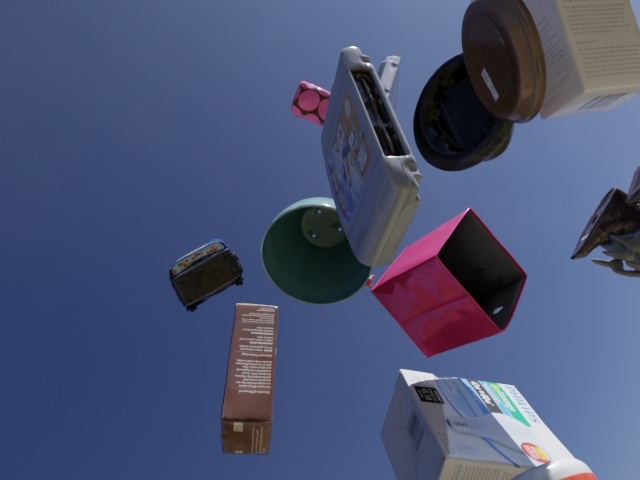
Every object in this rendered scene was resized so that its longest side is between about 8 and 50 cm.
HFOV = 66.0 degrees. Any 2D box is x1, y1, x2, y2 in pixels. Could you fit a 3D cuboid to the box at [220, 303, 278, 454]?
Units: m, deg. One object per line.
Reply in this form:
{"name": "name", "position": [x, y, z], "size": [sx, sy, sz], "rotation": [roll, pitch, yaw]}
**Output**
{"name": "box", "position": [-0.198, 0.387, 1.415], "size": [0.142, 0.382, 0.191], "rotation": [5, -47, -5]}

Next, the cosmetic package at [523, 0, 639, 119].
{"name": "cosmetic package", "position": [0.641, -0.559, 1.262], "size": [0.229, 0.161, 0.454], "rotation": [-9, -99, -15]}

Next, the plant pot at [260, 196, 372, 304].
{"name": "plant pot", "position": [0.000, 0.000, 1.338], "size": [0.289, 0.195, 0.291], "rotation": [3, -62, 5]}

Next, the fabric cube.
{"name": "fabric cube", "position": [0.348, 0.119, 1.335], "size": [0.259, 0.258, 0.254], "rotation": [49, -134, -3]}

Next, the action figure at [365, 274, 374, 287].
{"name": "action figure", "position": [0.157, 0.124, 1.615], "size": [0.030, 0.115, 0.038], "rotation": [37, -71, -13]}

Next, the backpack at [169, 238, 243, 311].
{"name": "backpack", "position": [-0.260, 0.071, 1.133], "size": [0.158, 0.173, 0.117], "rotation": [-29, -82, -6]}

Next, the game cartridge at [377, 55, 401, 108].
{"name": "game cartridge", "position": [0.177, -0.362, 1.425], "size": [0.355, 0.068, 0.230], "rotation": [-70, -20, -46]}

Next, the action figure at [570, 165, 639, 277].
{"name": "action figure", "position": [0.370, 0.037, 0.396], "size": [0.099, 0.284, 0.185], "rotation": [-52, -14, -24]}

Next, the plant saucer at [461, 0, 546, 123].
{"name": "plant saucer", "position": [0.351, -0.360, 0.980], "size": [0.041, 0.278, 0.278], "rotation": [-22, -53, -1]}

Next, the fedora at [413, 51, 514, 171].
{"name": "fedora", "position": [0.400, -0.322, 1.290], "size": [0.152, 0.334, 0.335], "rotation": [18, -83, -40]}

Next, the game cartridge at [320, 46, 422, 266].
{"name": "game cartridge", "position": [0.062, -0.120, 0.745], "size": [0.062, 0.298, 0.198], "rotation": [-1, -37, -18]}

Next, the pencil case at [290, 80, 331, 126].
{"name": "pencil case", "position": [0.028, -0.304, 1.207], "size": [0.098, 0.209, 0.095], "rotation": [-62, -7, -6]}

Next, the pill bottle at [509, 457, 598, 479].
{"name": "pill bottle", "position": [0.380, 0.488, 0.675], "size": [0.181, 0.323, 0.182], "rotation": [-13, -44, -13]}

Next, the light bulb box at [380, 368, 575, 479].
{"name": "light bulb box", "position": [0.384, 0.535, 1.245], "size": [0.360, 0.358, 0.226], "rotation": [11, -74, -12]}
